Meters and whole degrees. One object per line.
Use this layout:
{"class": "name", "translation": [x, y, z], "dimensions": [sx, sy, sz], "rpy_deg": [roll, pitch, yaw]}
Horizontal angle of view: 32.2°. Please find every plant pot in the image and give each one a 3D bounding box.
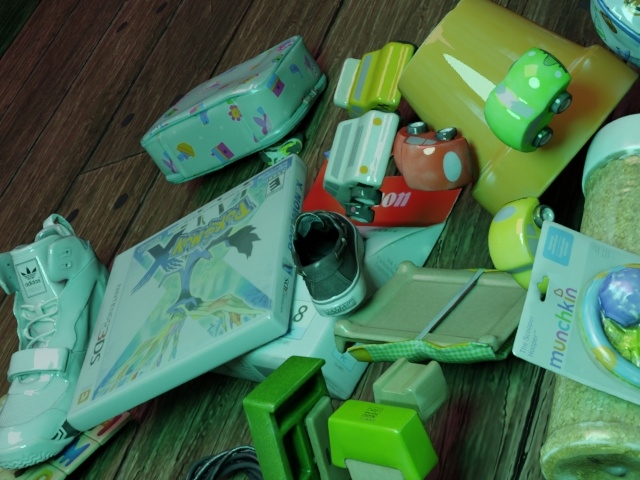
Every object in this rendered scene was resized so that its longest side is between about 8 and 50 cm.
{"class": "plant pot", "translation": [0.190, -0.149, 1.154], "dimensions": [0.205, 0.188, 0.205], "rpy_deg": [-49, -6, -7]}

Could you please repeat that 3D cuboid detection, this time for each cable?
{"class": "cable", "translation": [-0.114, 0.304, 1.201], "dimensions": [0.150, 0.047, 0.184], "rpy_deg": [4, 55, 52]}

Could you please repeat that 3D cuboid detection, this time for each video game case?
{"class": "video game case", "translation": [-0.163, 0.061, 1.388], "dimensions": [0.329, 0.036, 0.300], "rpy_deg": [-28, 34, 26]}

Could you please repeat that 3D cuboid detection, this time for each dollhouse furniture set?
{"class": "dollhouse furniture set", "translation": [0.099, 0.154, 1.106], "dimensions": [0.197, 0.151, 0.301], "rpy_deg": [3, 29, 38]}

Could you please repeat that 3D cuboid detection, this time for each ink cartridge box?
{"class": "ink cartridge box", "translation": [0.000, 0.000, 1.384], "dimensions": [0.308, 0.091, 0.385], "rpy_deg": [2, 55, 51]}

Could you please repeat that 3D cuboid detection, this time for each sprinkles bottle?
{"class": "sprinkles bottle", "translation": [0.273, 0.052, 0.962], "dimensions": [0.121, 0.121, 0.355], "rpy_deg": [-17, 41, 38]}

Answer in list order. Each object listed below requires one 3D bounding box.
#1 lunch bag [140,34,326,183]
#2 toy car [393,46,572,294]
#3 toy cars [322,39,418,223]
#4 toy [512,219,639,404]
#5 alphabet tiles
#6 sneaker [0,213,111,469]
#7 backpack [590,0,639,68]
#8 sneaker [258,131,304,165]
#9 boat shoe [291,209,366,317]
{"class": "lunch bag", "translation": [-0.126, -0.205, 1.737], "dimensions": [0.279, 0.108, 0.224], "rpy_deg": [-20, 21, 31]}
{"class": "toy car", "translation": [0.163, -0.080, 1.033], "dimensions": [0.053, 0.225, 0.239], "rpy_deg": [-27, 61, -34]}
{"class": "toy cars", "translation": [0.050, -0.140, 1.322], "dimensions": [0.393, 0.087, 0.176], "rpy_deg": [-74, -1, -59]}
{"class": "toy", "translation": [0.277, 0.065, 0.845], "dimensions": [0.056, 0.237, 0.137], "rpy_deg": [116, 177, -53]}
{"class": "alphabet tiles", "translation": [-0.414, 0.281, 1.522], "dimensions": [0.342, 0.011, 0.285], "rpy_deg": [-42, 31, -27]}
{"class": "sneaker", "translation": [-0.384, 0.128, 1.519], "dimensions": [0.137, 0.210, 0.366], "rpy_deg": [-13, 30, 24]}
{"class": "backpack", "translation": [0.397, -0.283, 1.092], "dimensions": [0.276, 0.213, 0.263], "rpy_deg": [30, 96, 20]}
{"class": "sneaker", "translation": [-0.056, -0.139, 1.679], "dimensions": [0.083, 0.031, 0.035], "rpy_deg": [-15, 29, 35]}
{"class": "boat shoe", "translation": [-0.002, 0.004, 1.221], "dimensions": [0.080, 0.076, 0.228], "rpy_deg": [-25, 23, 9]}
